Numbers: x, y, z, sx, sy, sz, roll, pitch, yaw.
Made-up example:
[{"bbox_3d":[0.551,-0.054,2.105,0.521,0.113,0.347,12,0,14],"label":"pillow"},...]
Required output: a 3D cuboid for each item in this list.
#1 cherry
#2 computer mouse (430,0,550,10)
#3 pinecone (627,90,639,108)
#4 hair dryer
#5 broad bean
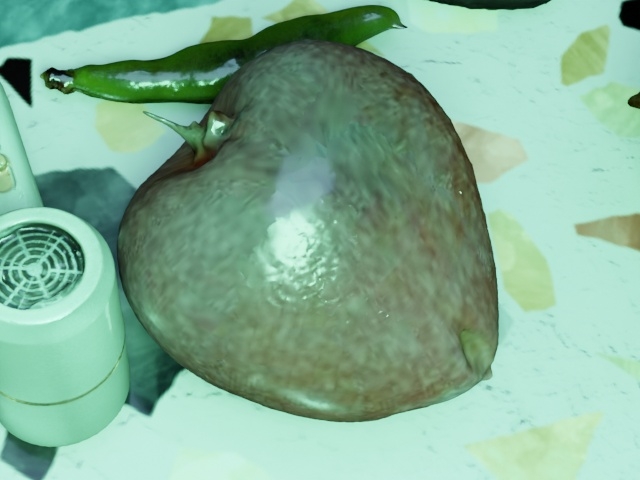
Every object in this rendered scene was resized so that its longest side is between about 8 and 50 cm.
[{"bbox_3d":[0.000,0.000,1.042,0.307,0.221,0.261,39,77,-6],"label":"cherry"},{"bbox_3d":[0.135,-0.327,1.243,0.170,0.100,0.269,5,69,-3],"label":"computer mouse"},{"bbox_3d":[0.431,-0.069,1.043,0.397,0.398,0.398,2,69,-6],"label":"pinecone"},{"bbox_3d":[-0.235,-0.039,1.070,0.107,0.173,0.357,-17,59,-15],"label":"hair dryer"},{"bbox_3d":[-0.072,-0.140,1.176,0.297,0.043,0.060,-13,62,-11],"label":"broad bean"}]
